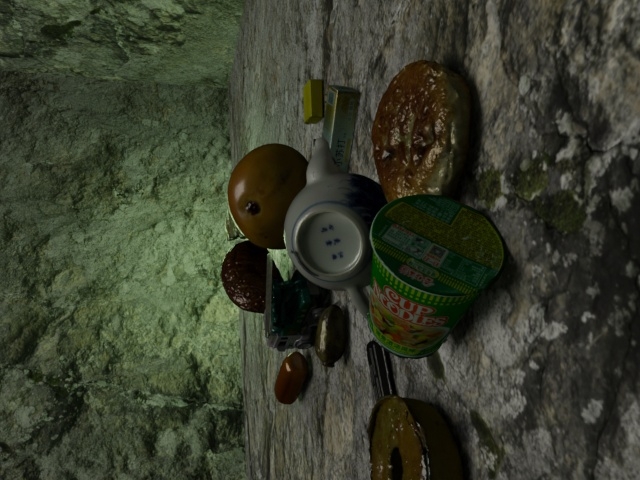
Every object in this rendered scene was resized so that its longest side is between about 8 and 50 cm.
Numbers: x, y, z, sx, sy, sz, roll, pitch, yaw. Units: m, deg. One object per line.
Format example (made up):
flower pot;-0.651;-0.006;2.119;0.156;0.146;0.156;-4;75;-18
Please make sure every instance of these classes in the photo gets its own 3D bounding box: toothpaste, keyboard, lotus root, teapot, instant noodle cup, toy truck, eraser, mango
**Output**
toothpaste;0.041;-0.259;1.440;0.089;0.071;0.312;-125;38;-58
keyboard;0.146;0.348;1.193;0.106;0.016;0.262;118;148;-57
lotus root;0.027;0.265;1.458;0.081;0.089;0.179;4;91;30
teapot;0.058;-0.023;1.143;0.423;0.252;0.280;69;-160;-6
instant noodle cup;0.168;0.074;0.863;0.232;0.207;0.207;95;164;-47
toy truck;-0.087;0.222;1.693;0.363;0.178;0.176;108;155;-52
eraser;-0.024;-0.445;1.691;0.097;0.045;0.122;167;101;-73
mango;-0.124;-0.120;1.580;0.446;0.232;0.300;32;-107;-75

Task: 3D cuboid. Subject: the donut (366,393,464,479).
donut;0.174;0.422;0.970;0.272;0.107;0.272;-175;90;-71

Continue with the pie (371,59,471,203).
pie;0.177;-0.187;0.966;0.315;0.092;0.315;-178;90;-73

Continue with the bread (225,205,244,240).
bread;-0.241;-0.136;2.074;0.395;0.239;0.263;170;100;-72

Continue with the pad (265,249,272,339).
pad;-0.161;0.165;1.601;0.159;0.009;0.264;142;130;-76

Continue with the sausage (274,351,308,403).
sausage;-0.106;0.498;1.880;0.274;0.105;0.105;109;155;-46

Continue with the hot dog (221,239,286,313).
hot dog;-0.247;0.170;2.082;0.174;0.267;0.387;-53;42;22
